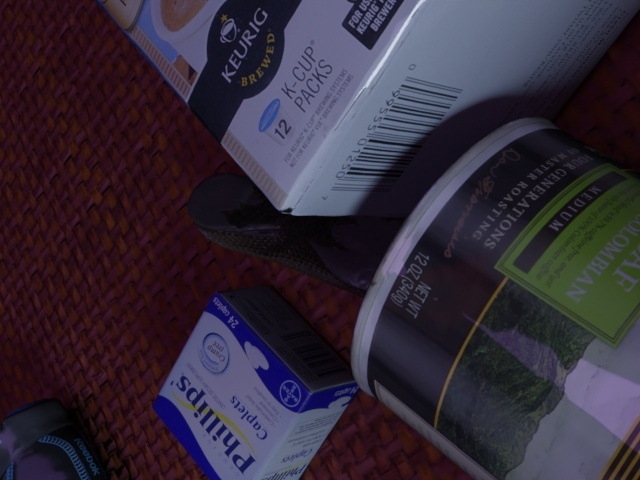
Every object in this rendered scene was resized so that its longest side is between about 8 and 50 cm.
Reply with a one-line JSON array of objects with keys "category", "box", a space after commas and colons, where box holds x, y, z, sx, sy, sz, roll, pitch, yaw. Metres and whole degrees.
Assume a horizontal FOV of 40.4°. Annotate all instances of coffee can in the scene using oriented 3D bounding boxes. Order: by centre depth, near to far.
[{"category": "coffee can", "box": [0.182, 0.084, 0.465, 0.275, 0.201, 0.201, 36, 113, 30]}]

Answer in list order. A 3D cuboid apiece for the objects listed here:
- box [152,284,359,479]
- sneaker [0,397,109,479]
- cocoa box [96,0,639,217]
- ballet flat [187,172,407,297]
[{"category": "box", "box": [-0.056, 0.129, 0.728, 0.126, 0.072, 0.137, 43, 117, 28]}, {"category": "sneaker", "box": [-0.326, 0.332, 0.911, 0.139, 0.125, 0.341, 40, 117, 23]}, {"category": "cocoa box", "box": [0.068, -0.214, 0.516, 0.228, 0.231, 0.347, 48, 118, 26]}, {"category": "ballet flat", "box": [0.000, 0.000, 0.695, 0.250, 0.058, 0.084, 14, 65, 30]}]
